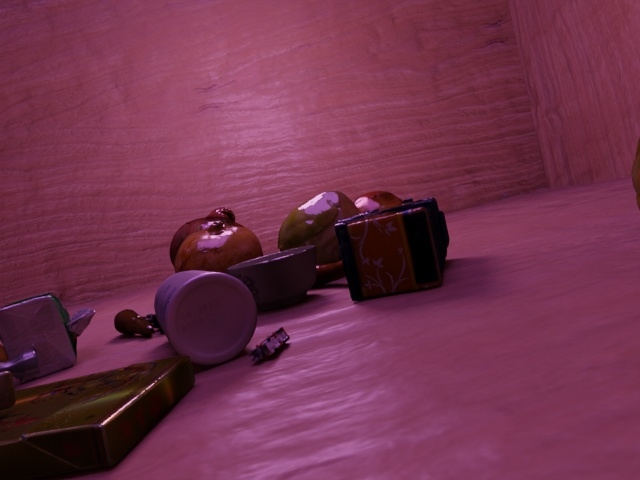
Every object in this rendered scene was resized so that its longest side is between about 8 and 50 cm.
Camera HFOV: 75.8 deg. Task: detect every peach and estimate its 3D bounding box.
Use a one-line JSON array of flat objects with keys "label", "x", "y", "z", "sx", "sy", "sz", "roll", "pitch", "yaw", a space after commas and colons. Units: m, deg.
[{"label": "peach", "x": 0.202, "y": -0.041, "z": 1.318, "sx": 0.214, "sy": 0.215, "sz": 0.235, "roll": -16, "pitch": 38, "yaw": -41}]

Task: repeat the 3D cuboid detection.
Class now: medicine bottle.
[{"label": "medicine bottle", "x": -0.218, "y": 0.118, "z": 0.717, "sx": 0.130, "sy": 0.131, "sz": 0.340, "roll": -15, "pitch": 2, "yaw": -26}]

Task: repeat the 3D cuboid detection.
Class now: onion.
[{"label": "onion", "x": -0.403, "y": 0.049, "z": 1.614, "sx": 0.353, "sy": 0.354, "sz": 0.353, "roll": -14, "pitch": 3, "yaw": 1}]

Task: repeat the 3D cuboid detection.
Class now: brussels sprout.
[{"label": "brussels sprout", "x": 0.000, "y": -0.002, "z": 1.211, "sx": 0.294, "sy": 0.227, "sz": 0.259, "roll": -46, "pitch": -5, "yaw": 32}]

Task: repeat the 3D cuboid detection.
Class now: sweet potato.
[{"label": "sweet potato", "x": 0.005, "y": 0.083, "z": 1.015, "sx": 0.057, "sy": 0.058, "sz": 0.264, "roll": -16, "pitch": -3, "yaw": -44}, {"label": "sweet potato", "x": -0.451, "y": 0.197, "z": 0.980, "sx": 0.069, "sy": 0.060, "sz": 0.249, "roll": 29, "pitch": -20, "yaw": -30}]

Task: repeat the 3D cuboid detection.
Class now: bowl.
[{"label": "bowl", "x": -0.098, "y": 0.087, "z": 0.918, "sx": 0.211, "sy": 0.112, "sz": 0.211, "roll": -13, "pitch": 2, "yaw": 0}]

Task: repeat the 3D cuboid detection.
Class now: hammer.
[{"label": "hammer", "x": -0.423, "y": 0.179, "z": 0.496, "sx": 0.158, "sy": 0.041, "sz": 0.226, "roll": -15, "pitch": 1, "yaw": -42}]

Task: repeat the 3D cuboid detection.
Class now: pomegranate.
[{"label": "pomegranate", "x": -0.267, "y": 0.059, "z": 1.113, "sx": 0.247, "sy": 0.249, "sz": 0.248, "roll": -14, "pitch": 3, "yaw": 1}]

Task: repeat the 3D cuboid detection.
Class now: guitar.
[{"label": "guitar", "x": -0.392, "y": 0.192, "z": 1.012, "sx": 0.083, "sy": 0.038, "sz": 0.271, "roll": -14, "pitch": 2, "yaw": -41}]

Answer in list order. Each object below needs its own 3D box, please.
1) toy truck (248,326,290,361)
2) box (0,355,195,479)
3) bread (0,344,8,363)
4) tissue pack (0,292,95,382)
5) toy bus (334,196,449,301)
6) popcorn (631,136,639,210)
[{"label": "toy truck", "x": -0.068, "y": 0.142, "z": 0.562, "sx": 0.032, "sy": 0.024, "sz": 0.083, "roll": -36, "pitch": -5, "yaw": 15}, {"label": "box", "x": -0.316, "y": 0.198, "z": 0.443, "sx": 0.310, "sy": 0.043, "sz": 0.173, "roll": -13, "pitch": 2, "yaw": 8}, {"label": "bread", "x": -0.623, "y": 0.231, "z": 0.658, "sx": 0.213, "sy": 0.105, "sz": 0.213, "roll": -18, "pitch": 5, "yaw": 2}, {"label": "tissue pack", "x": -0.562, "y": 0.184, "z": 0.862, "sx": 0.156, "sy": 0.148, "sz": 0.209, "roll": -17, "pitch": 4, "yaw": -34}, {"label": "toy bus", "x": 0.164, "y": 0.003, "z": 0.870, "sx": 0.194, "sy": 0.162, "sz": 0.323, "roll": -12, "pitch": 5, "yaw": 21}, {"label": "popcorn", "x": 0.314, "y": -0.056, "z": 0.202, "sx": 0.282, "sy": 0.247, "sz": 0.282, "roll": -44, "pitch": 17, "yaw": 17}]
